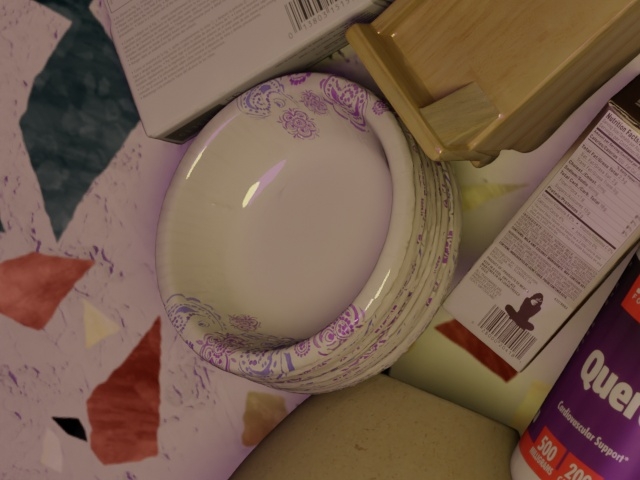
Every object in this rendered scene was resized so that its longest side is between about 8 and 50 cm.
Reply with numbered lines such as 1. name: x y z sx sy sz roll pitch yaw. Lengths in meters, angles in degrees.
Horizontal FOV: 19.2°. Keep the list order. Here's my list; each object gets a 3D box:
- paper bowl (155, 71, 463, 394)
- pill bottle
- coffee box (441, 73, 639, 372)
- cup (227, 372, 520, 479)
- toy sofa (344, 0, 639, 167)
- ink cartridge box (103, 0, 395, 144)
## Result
1. paper bowl: 0.000 0.000 1.729 0.284 0.148 0.284 -13 68 33
2. pill bottle: 0.312 0.116 1.636 0.181 0.181 0.323 32 104 10
3. coffee box: 0.232 -0.017 1.677 0.098 0.141 0.246 41 114 6
4. cup: 0.062 0.252 1.754 0.331 0.331 0.237 21 87 14
5. toy sofa: 0.214 -0.229 1.622 0.362 0.177 0.150 -43 72 27
6. ink cartridge box: -0.083 -0.257 1.775 0.275 0.060 0.238 -29 71 26
